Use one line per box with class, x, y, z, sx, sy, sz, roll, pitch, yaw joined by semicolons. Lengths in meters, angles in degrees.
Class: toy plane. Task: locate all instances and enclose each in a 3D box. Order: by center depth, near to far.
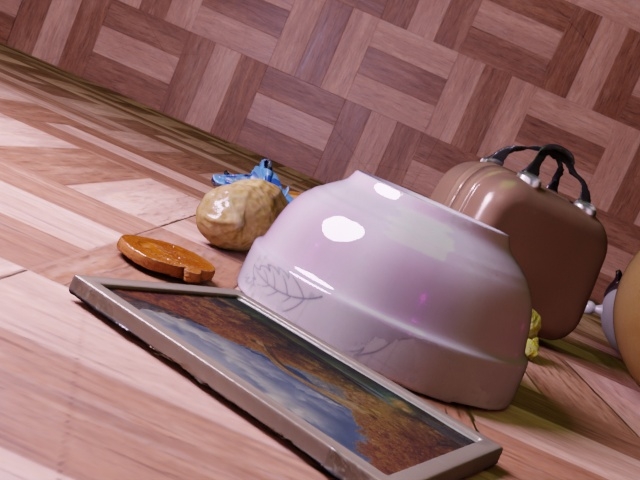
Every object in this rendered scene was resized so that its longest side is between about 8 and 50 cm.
toy plane;-0.093;-0.080;1.266;0.169;0.078;0.246;22;13;-14

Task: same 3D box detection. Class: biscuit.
biscuit;-0.128;0.018;0.678;0.078;0.015;0.091;31;10;41

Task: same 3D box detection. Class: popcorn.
popcorn;0.259;0.118;1.048;0.059;0.068;0.083;1;47;-1

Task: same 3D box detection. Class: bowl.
bowl;0.077;0.029;0.758;0.286;0.144;0.287;23;8;-3

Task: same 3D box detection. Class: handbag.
handbag;0.294;-0.011;1.195;0.301;0.283;0.149;20;9;-32

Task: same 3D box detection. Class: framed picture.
framed picture;-0.019;0.086;0.520;0.249;0.016;0.184;27;7;30

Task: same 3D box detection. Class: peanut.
peanut;-0.089;-0.031;0.923;0.089;0.089;0.193;24;6;5

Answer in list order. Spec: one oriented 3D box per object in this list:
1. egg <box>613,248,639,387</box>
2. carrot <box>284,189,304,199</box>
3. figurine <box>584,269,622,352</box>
egg;0.546;0.107;1.064;0.300;0.301;0.374;23;-1;-2
carrot;-0.040;-0.050;1.358;0.204;0.072;0.072;14;8;-7
figurine;0.678;0.191;1.500;0.370;0.167;0.281;38;-21;27
